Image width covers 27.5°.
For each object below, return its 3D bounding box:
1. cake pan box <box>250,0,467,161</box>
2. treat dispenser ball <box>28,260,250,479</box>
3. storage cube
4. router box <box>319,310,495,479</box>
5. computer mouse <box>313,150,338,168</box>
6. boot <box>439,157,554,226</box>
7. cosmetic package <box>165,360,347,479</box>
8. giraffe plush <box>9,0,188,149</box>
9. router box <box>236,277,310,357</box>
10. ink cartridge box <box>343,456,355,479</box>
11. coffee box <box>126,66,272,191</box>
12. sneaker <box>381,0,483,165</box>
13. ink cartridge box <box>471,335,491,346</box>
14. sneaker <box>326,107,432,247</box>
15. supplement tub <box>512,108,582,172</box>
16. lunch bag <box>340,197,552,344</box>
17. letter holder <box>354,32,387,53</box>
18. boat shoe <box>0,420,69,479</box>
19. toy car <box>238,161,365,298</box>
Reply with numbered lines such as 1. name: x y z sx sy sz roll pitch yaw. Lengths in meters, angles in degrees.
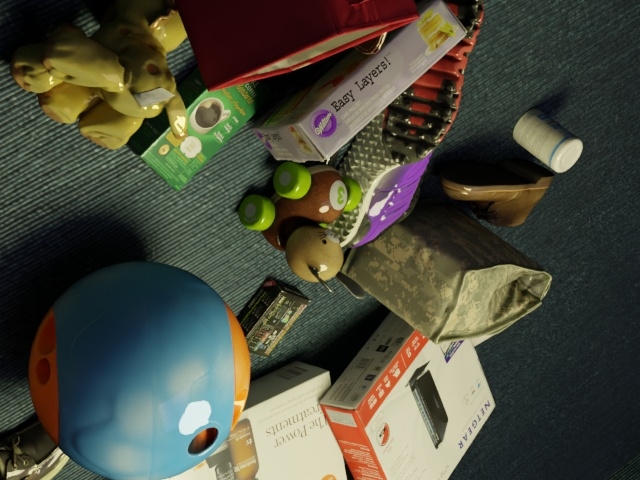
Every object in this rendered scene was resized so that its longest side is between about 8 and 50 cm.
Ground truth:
1. cake pan box: 0.042 -0.203 1.692 0.246 0.070 0.267 -40 -168 -9
2. treat dispenser ball: -0.236 0.171 1.713 0.288 0.288 0.288 -31 145 -25
3. storage cube: -0.036 -0.293 1.427 0.215 0.193 0.183 -19 -177 35
4. router box: 0.165 0.291 2.326 0.335 0.082 0.301 -50 129 -36
5. computer mouse: 0.037 -0.181 1.903 0.071 0.041 0.242 -20 147 -57
6. boot: 0.296 -0.073 2.249 0.305 0.112 0.115 -3 121 -52
7. cosmetic package: -0.130 0.401 2.161 0.377 0.097 0.284 -22 112 -36
8. giraffe plush: -0.214 -0.220 1.453 0.181 0.210 0.170 49 51 -47
9. router box: -0.084 0.124 2.081 0.122 0.038 0.092 -52 148 8
10. ink cartridge box: 0.062 0.415 2.461 0.332 0.165 0.065 -37 148 -18
11. coffee box: -0.154 -0.158 1.682 0.184 0.040 0.113 -46 149 -1
12. sneaker: 0.159 -0.240 1.873 0.135 0.097 0.276 -68 176 -83
13. ink cartridge box: 0.258 0.162 2.526 0.235 0.056 0.171 -30 145 -14
14. sneaker: 0.112 -0.106 2.009 0.146 0.102 0.293 9 126 -51
15. supplement tub: 0.394 -0.173 2.267 0.071 0.107 0.071 -32 146 -25
16. lunch bag: 0.219 0.044 2.173 0.287 0.235 0.169 -5 124 -47
17. letter holder: 0.082 -0.400 1.535 0.152 0.214 0.302 -21 140 -36
18. boat shoe: -0.438 0.317 1.828 0.223 0.080 0.073 -37 152 -9
19. toy car: 0.000 0.000 1.883 0.149 0.188 0.155 -41 151 25
